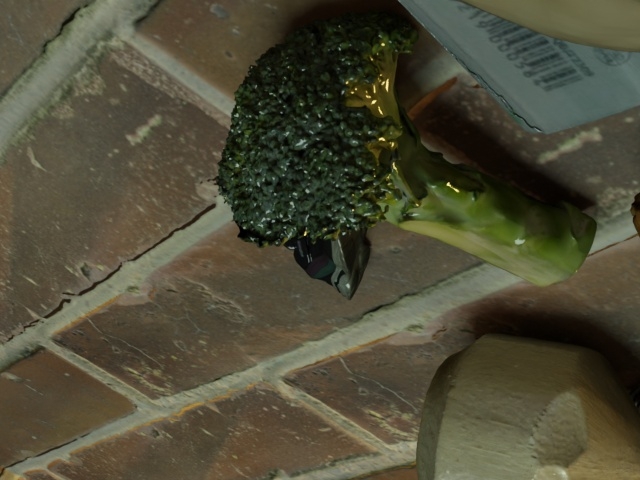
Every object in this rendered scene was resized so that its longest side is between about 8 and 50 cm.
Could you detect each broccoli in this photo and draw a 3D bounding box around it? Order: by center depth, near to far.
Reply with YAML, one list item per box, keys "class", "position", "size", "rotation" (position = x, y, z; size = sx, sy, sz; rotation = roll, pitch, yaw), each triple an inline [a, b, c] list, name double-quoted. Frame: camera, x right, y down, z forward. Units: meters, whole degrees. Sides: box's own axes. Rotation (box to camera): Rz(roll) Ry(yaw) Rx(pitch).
- class: "broccoli"
  position: [0.090, -0.052, 1.142]
  size: [0.361, 0.221, 0.252]
  rotation: [15, 158, -4]

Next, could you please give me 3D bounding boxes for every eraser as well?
- class: "eraser"
  position: [0.150, -0.189, 0.976]
  size: [0.227, 0.081, 0.174]
  rotation: [40, 151, -27]

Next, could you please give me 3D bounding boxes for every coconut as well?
- class: "coconut"
  position: [0.248, 0.227, 1.426]
  size: [0.266, 0.237, 0.237]
  rotation: [15, 150, 28]

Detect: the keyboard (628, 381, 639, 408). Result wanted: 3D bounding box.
- class: "keyboard"
  position: [0.391, 0.155, 1.416]
  size: [0.055, 0.017, 0.166]
  rotation: [23, 150, 3]

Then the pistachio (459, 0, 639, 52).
- class: "pistachio"
  position: [0.194, -0.247, 0.645]
  size: [0.445, 0.281, 0.365]
  rotation: [3, 140, 26]

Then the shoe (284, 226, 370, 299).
- class: "shoe"
  position: [0.000, 0.000, 1.405]
  size: [0.099, 0.071, 0.169]
  rotation: [19, 154, 15]

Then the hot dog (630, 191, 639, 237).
- class: "hot dog"
  position: [0.375, 0.014, 1.101]
  size: [0.196, 0.122, 0.272]
  rotation: [-7, 134, 40]
